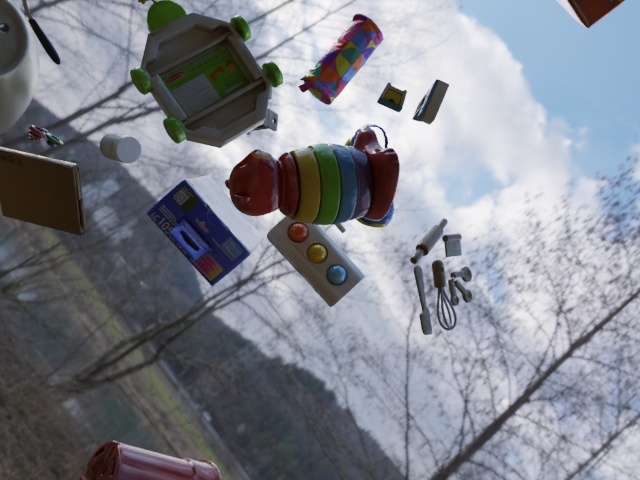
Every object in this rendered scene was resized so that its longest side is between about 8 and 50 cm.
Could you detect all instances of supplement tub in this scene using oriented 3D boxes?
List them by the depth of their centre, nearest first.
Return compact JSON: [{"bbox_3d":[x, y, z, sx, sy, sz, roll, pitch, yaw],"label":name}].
[{"bbox_3d":[-0.508,-0.235,1.728,0.107,0.071,0.071,17,-40,47],"label":"supplement tub"}]

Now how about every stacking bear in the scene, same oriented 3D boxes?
[{"bbox_3d":[-0.026,-0.107,1.253,0.175,0.289,0.164,-122,-147,-56],"label":"stacking bear"}]

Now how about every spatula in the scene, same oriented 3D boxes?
[{"bbox_3d":[-0.708,-0.564,1.656,0.084,0.030,0.296,14,-46,37],"label":"spatula"}]

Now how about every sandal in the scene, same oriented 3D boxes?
[{"bbox_3d":[0.128,-0.179,1.766,0.138,0.126,0.317,116,-30,-54],"label":"sandal"}]

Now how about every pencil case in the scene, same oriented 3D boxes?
[{"bbox_3d":[0.052,-0.448,1.689,0.104,0.236,0.104,41,-5,4],"label":"pencil case"}]

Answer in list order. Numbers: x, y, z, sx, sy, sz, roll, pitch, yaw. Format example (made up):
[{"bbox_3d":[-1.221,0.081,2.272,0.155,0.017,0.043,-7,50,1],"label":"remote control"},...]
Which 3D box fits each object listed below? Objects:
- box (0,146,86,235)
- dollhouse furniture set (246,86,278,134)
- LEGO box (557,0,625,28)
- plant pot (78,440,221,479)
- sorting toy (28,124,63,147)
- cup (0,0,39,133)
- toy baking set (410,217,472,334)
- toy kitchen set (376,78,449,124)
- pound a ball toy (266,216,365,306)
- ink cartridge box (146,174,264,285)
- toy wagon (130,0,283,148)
[{"bbox_3d":[-0.592,-0.103,1.433,0.201,0.021,0.164,13,-57,12],"label":"box"},{"bbox_3d":[-0.230,-0.480,2.382,0.129,0.184,0.129,-1,-9,29],"label":"dollhouse furniture set"},{"bbox_3d":[0.387,-0.633,0.965,0.500,0.372,0.193,43,24,-24],"label":"LEGO box"},{"bbox_3d":[-0.421,0.615,1.615,0.265,0.272,0.272,33,-6,-30],"label":"plant pot"},{"bbox_3d":[-0.777,-0.285,1.908,0.102,0.042,0.061,32,9,-45],"label":"sorting toy"},{"bbox_3d":[-0.673,-0.359,1.278,0.237,0.331,0.331,-4,-58,50],"label":"cup"},{"bbox_3d":[0.259,0.075,1.431,0.030,0.256,0.197,-17,-74,44],"label":"toy baking set"},{"bbox_3d":[0.265,-0.419,2.061,0.166,0.122,0.207,24,-10,-3],"label":"toy kitchen set"},{"bbox_3d":[0.000,0.000,1.910,0.319,0.208,0.136,48,-11,3],"label":"pound a ball toy"},{"bbox_3d":[-0.317,-0.037,1.914,0.270,0.151,0.395,49,5,-5],"label":"ink cartridge box"},{"bbox_3d":[-0.252,-0.364,1.398,0.344,0.267,0.068,55,-20,1],"label":"toy wagon"}]
